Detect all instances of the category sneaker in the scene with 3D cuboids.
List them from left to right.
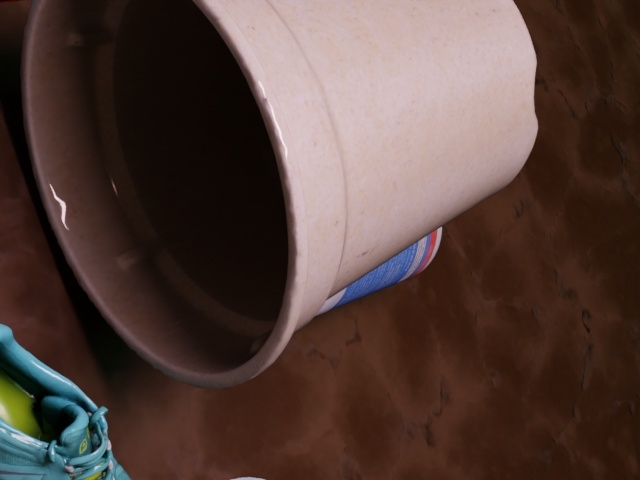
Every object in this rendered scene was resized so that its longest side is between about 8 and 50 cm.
[{"bbox_3d":[-0.195,0.166,1.240,0.275,0.110,0.107,50,45,-25],"label":"sneaker"}]

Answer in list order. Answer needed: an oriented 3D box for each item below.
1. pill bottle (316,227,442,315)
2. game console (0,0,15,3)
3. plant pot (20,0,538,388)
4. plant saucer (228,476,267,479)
[{"bbox_3d":[0.000,0.000,1.501,0.221,0.124,0.124,-19,92,-50],"label":"pill bottle"},{"bbox_3d":[-0.306,-0.222,1.268,0.144,0.085,0.124,-19,92,-50],"label":"game console"},{"bbox_3d":[-0.011,-0.093,1.294,0.305,0.334,0.334,-21,93,-36],"label":"plant pot"},{"bbox_3d":[-0.063,0.295,1.397,0.195,0.037,0.195,19,64,-44],"label":"plant saucer"}]
